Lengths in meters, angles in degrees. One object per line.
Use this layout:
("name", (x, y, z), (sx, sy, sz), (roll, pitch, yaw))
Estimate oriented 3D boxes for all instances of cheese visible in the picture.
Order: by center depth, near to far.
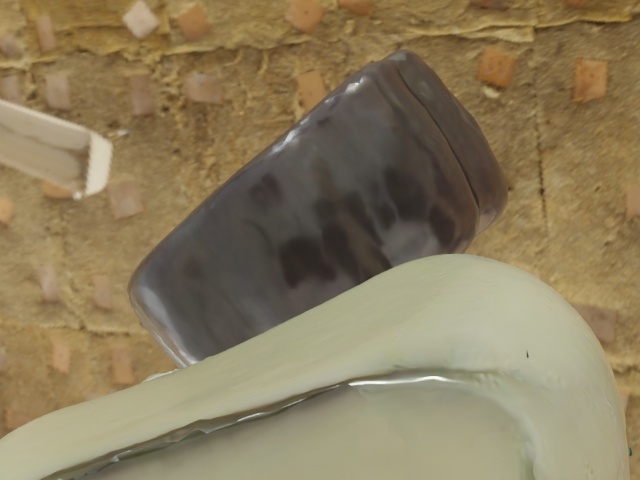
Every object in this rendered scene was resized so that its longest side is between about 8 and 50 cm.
("cheese", (-0.014, 0.099, 0.406), (0.266, 0.233, 0.127), (-19, -84, -1))

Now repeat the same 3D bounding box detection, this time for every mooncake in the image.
("mooncake", (0.000, 0.000, 0.824), (0.306, 0.306, 0.154), (-39, -89, 31))

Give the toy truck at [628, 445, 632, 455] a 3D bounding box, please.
("toy truck", (0.152, 0.188, 0.673), (0.081, 0.067, 0.175), (3, -101, 3))
